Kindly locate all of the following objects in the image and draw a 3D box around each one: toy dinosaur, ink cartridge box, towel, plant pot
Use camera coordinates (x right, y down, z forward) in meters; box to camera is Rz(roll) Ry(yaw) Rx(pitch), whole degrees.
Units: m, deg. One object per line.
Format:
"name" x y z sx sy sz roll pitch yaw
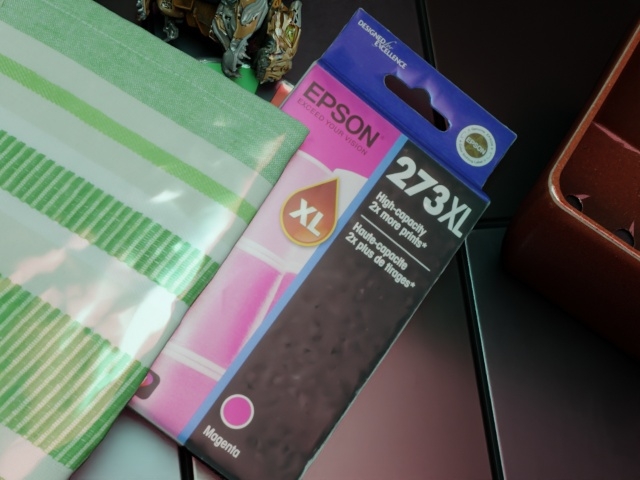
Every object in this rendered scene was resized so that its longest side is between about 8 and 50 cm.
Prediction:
"toy dinosaur" -0.132 -0.264 0.768 0.218 0.164 0.322 -13 48 -29
"ink cartridge box" 0.000 0.000 0.705 0.175 0.069 0.371 38 73 -6
"towel" -0.195 -0.008 0.628 0.247 0.038 0.325 31 73 4
"plant pot" 0.293 -0.030 0.722 0.267 0.236 0.267 35 72 -1

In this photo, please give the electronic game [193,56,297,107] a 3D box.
"electronic game" -0.082 -0.041 0.746 0.229 0.048 0.229 3 74 -11
